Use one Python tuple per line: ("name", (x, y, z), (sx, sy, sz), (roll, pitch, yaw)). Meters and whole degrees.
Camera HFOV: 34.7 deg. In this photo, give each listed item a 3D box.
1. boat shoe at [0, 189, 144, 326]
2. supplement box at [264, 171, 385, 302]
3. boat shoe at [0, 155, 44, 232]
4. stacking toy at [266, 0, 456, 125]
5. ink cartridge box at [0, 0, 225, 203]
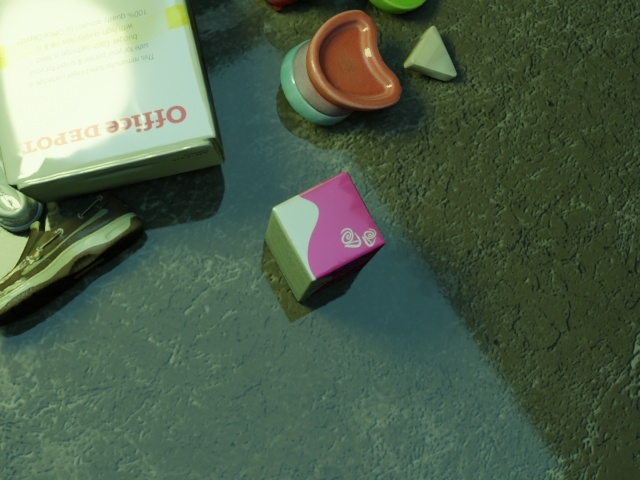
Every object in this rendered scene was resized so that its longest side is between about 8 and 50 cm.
("boat shoe", (-0.376, 0.020, 1.425), (0.257, 0.095, 0.095), (-35, 81, -23))
("supplement box", (0.000, 0.000, 1.393), (0.111, 0.220, 0.114), (-27, 82, -10))
("boat shoe", (-0.505, -0.123, 1.433), (0.277, 0.096, 0.098), (37, 79, 3))
("stacking toy", (0.039, -0.325, 1.547), (0.279, 0.130, 0.309), (-11, 82, -34))
("ink cartridge box", (-0.307, -0.267, 1.395), (0.279, 0.160, 0.384), (-13, 82, 0))
